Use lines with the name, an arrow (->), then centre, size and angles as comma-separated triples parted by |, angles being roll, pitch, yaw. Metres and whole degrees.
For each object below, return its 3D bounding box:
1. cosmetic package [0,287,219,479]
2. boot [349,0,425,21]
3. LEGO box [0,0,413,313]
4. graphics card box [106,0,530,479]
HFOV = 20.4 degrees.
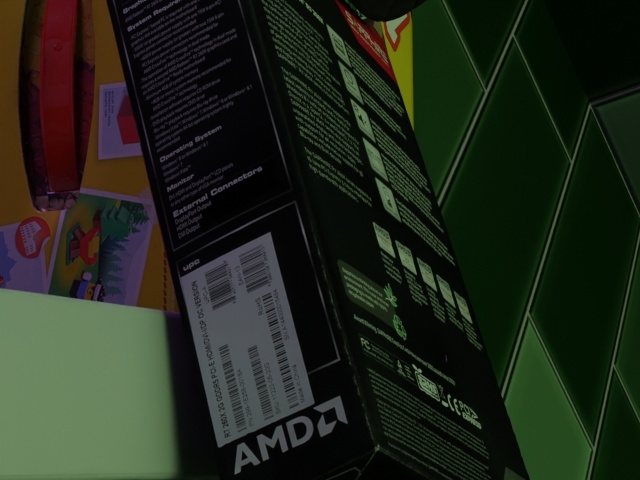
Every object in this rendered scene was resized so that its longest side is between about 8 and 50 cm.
cosmetic package -> -0.249, 0.100, 0.839 | 0.377, 0.284, 0.097 | 14, 60, -63
boot -> -0.014, -0.254, 1.084 | 0.178, 0.085, 0.236 | 62, 7, 31
LEGO box -> -0.088, -0.087, 1.295 | 0.372, 0.193, 0.500 | 13, 74, -63
graphics card box -> 0.000, 0.000, 1.005 | 0.233, 0.094, 0.371 | 37, 31, -56
